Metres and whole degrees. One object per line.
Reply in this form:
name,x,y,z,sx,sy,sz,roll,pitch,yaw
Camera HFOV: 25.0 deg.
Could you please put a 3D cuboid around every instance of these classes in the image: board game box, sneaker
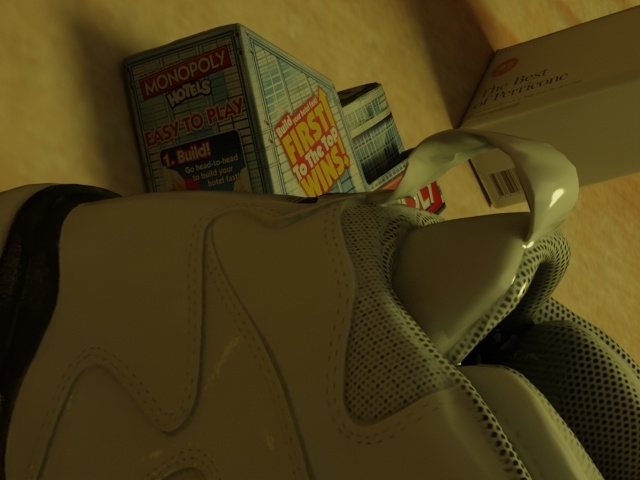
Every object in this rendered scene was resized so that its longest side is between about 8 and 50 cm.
board game box,0.000,0.000,0.592,0.194,0.060,0.194,-36,111,-57
sneaker,0.006,0.148,0.399,0.137,0.210,0.365,-5,84,-59

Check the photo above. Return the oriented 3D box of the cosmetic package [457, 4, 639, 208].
cosmetic package,0.199,-0.092,0.778,0.060,0.239,0.099,61,34,-23
